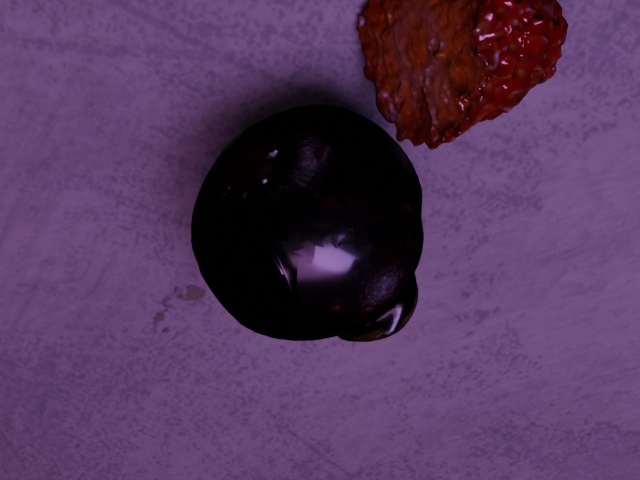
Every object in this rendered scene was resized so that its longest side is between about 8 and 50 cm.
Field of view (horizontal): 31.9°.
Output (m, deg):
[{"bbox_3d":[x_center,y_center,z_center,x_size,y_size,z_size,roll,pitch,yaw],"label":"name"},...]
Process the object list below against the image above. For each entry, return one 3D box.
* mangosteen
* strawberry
[{"bbox_3d":[-0.003,0.000,1.215,0.287,0.233,0.288,29,139,28],"label":"mangosteen"},{"bbox_3d":[0.156,-0.214,1.151,0.178,0.234,0.234,-7,130,-31],"label":"strawberry"}]
